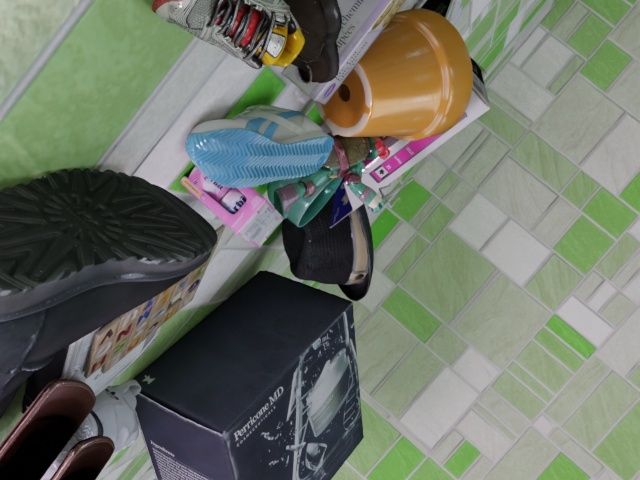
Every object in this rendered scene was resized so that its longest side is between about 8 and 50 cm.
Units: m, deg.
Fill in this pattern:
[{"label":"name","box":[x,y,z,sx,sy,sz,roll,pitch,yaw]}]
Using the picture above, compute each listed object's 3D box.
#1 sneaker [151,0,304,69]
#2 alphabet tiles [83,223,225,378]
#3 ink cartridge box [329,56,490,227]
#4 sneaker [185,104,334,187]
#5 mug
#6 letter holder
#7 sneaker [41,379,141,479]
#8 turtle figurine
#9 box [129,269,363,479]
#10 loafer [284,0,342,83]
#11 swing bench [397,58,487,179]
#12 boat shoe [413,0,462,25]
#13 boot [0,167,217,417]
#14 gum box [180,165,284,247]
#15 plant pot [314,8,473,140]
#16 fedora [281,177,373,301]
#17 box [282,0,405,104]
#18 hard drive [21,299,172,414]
[{"label":"sneaker","box":[-0.071,-0.211,0.680,0.088,0.092,0.225,-52,171,17]},{"label":"alphabet tiles","box":[-0.236,0.094,1.051,0.237,0.009,0.198,-43,170,-43]},{"label":"ink cartridge box","box":[0.142,-0.183,1.375,0.371,0.069,0.176,-39,-160,26]},{"label":"sneaker","box":[-0.090,-0.130,0.984,0.228,0.092,0.087,-7,134,-48]},{"label":"mug","box":[-0.034,-0.102,1.367,0.129,0.097,0.158,-50,173,1]},{"label":"letter holder","box":[-0.322,0.314,0.979,0.214,0.152,0.302,-58,178,-18]},{"label":"sneaker","box":[-0.440,0.392,1.298,0.366,0.137,0.210,-56,167,21]},{"label":"turtle figurine","box":[0.024,-0.120,1.221,0.234,0.175,0.118,-17,127,-15]},{"label":"box","box":[-0.148,0.412,1.764,0.480,0.297,0.472,-42,136,-41]},{"label":"loafer","box":[-0.023,-0.248,0.895,0.078,0.080,0.220,-16,169,-4]},{"label":"swing bench","box":[0.206,-0.290,1.564,0.253,0.165,0.254,-54,171,24]},{"label":"boat shoe","box":[0.164,-0.355,1.352,0.258,0.095,0.084,-61,167,6]},{"label":"boot","box":[-0.328,0.149,0.744,0.445,0.146,0.367,-56,162,21]},{"label":"gum box","box":[-0.123,-0.056,1.063,0.062,0.107,0.188,-49,172,-2]},{"label":"plant pot","box":[0.098,-0.244,1.156,0.188,0.205,0.205,-23,156,-38]},{"label":"fedora","box":[0.000,0.000,1.686,0.152,0.334,0.334,-12,159,-15]},{"label":"box","box":[0.075,-0.333,1.012,0.324,0.063,0.067,-51,171,11]},{"label":"hard drive","box":[-0.303,0.121,1.069,0.237,0.064,0.339,-42,168,-44]}]
